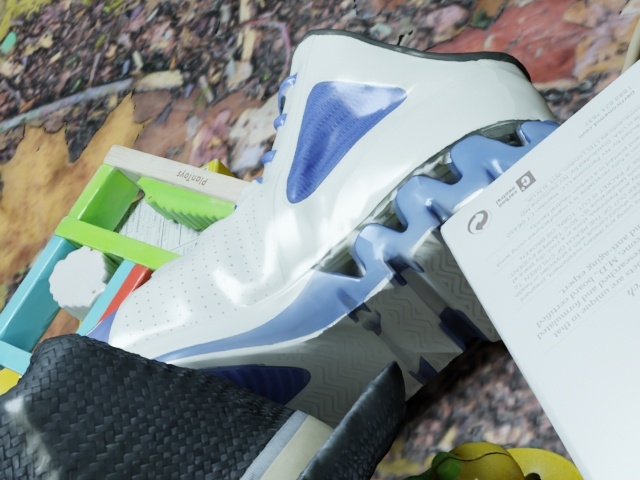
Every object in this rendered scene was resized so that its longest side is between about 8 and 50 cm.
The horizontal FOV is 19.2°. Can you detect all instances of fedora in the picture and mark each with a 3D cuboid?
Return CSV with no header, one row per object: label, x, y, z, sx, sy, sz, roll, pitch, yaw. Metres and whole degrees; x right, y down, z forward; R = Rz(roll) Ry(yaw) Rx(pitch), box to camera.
fedora,-0.109,0.146,0.830,0.334,0.152,0.334,-52,-3,-4

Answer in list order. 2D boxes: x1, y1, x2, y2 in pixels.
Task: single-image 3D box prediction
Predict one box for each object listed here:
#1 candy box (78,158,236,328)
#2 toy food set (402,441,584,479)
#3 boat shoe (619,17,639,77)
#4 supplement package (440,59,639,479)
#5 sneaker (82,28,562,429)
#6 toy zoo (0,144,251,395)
candy box,-0.102,0.050,1.141,0.105,0.027,0.206,-23,43,27
toy food set,0.031,0.172,0.851,0.218,0.071,0.128,-51,36,-2
boat shoe,0.221,-0.139,0.901,0.121,0.110,0.341,-7,53,43
supplement package,0.210,0.057,0.659,0.199,0.198,0.263,-40,36,11
sneaker,0.001,-0.001,0.991,0.315,0.127,0.182,-30,42,10
toy zoo,-0.141,0.084,1.099,0.192,0.030,0.293,16,69,50
